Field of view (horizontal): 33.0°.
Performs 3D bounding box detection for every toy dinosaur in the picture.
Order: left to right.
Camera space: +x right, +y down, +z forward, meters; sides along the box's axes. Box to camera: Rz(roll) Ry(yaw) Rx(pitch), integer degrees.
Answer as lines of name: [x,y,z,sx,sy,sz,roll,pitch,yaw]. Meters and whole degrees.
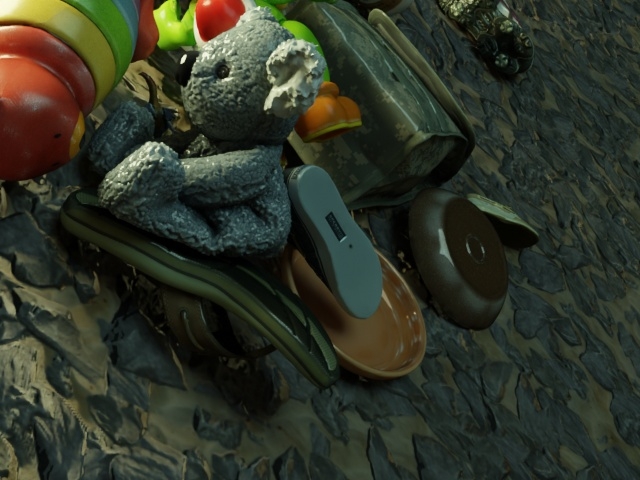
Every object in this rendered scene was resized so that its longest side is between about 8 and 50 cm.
toy dinosaur: [-0.166,-0.125,1.142,0.047,0.082,0.090,-4,84,-10]

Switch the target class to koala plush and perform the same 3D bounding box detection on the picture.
koala plush: [-0.082,-0.111,1.023,0.203,0.221,0.196,24,11,-25]

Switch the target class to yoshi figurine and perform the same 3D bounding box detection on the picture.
yoshi figurine: [-0.098,-0.258,1.220,0.203,0.203,0.362,-28,92,-32]

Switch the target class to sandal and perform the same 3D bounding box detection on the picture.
sandal: [-0.114,0.054,1.013,0.303,0.086,0.120,30,10,5]

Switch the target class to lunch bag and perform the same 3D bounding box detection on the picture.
lunch bag: [0.066,-0.172,1.378,0.235,0.169,0.287,54,22,11]

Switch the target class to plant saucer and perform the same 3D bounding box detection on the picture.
plant saucer: [0.032,0.072,1.198,0.200,0.037,0.200,29,38,-25]
plant saucer: [0.188,0.016,1.394,0.199,0.036,0.198,29,49,-39]

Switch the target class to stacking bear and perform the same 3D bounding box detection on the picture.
stacking bear: [-0.257,-0.173,1.024,0.164,0.175,0.289,20,47,-8]

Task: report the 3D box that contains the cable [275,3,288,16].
cable: [-0.104,-0.385,1.363,0.139,0.287,0.072,38,72,14]

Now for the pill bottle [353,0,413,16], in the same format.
pill bottle: [0.045,-0.449,1.675,0.229,0.131,0.131,19,42,-36]

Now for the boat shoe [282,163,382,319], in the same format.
boat shoe: [0.000,0.000,1.147,0.065,0.083,0.183,-38,114,-30]

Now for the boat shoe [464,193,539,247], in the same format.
boat shoe: [0.260,-0.031,1.554,0.135,0.050,0.045,26,44,-30]

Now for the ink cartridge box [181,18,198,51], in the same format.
ink cartridge box: [-0.124,-0.267,1.362,0.088,0.052,0.122,40,35,-11]

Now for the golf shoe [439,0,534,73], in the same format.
golf shoe: [0.298,-0.416,1.981,0.273,0.105,0.120,61,19,11]
